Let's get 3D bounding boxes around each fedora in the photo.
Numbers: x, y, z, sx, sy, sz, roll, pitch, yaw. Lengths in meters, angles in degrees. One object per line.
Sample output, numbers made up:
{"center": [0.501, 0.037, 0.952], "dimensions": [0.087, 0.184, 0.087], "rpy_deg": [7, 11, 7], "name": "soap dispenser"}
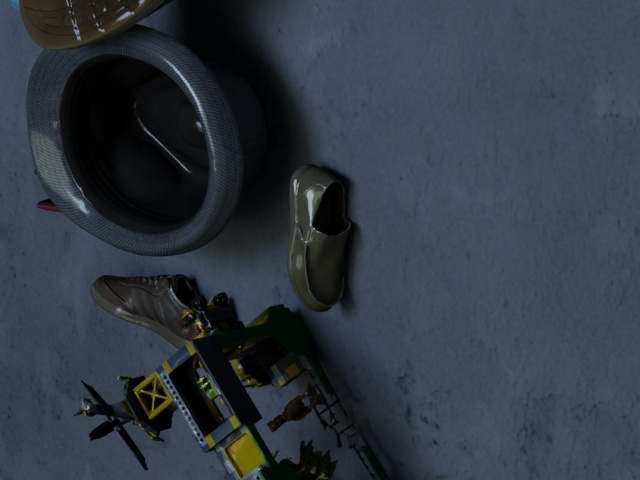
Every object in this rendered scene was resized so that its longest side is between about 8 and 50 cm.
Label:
{"center": [-0.159, -0.112, 1.898], "dimensions": [0.275, 0.124, 0.243], "rpy_deg": [6, 109, 39], "name": "fedora"}

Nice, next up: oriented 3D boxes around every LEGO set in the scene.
{"center": [-0.080, 0.236, 1.844], "dimensions": [0.192, 0.255, 0.331], "rpy_deg": [-39, 82, 29], "name": "LEGO set"}

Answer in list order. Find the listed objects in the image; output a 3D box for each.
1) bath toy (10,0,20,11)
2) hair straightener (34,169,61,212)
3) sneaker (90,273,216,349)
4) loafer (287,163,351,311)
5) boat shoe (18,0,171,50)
{"center": [-0.317, -0.323, 1.842], "dimensions": [0.151, 0.348, 0.129], "rpy_deg": [40, 88, 14], "name": "bath toy"}
{"center": [-0.233, -0.064, 2.051], "dimensions": [0.230, 0.047, 0.089], "rpy_deg": [13, 113, 43], "name": "hair straightener"}
{"center": [-0.170, 0.063, 2.031], "dimensions": [0.188, 0.066, 0.071], "rpy_deg": [25, 104, 33], "name": "sneaker"}
{"center": [0.000, 0.000, 1.821], "dimensions": [0.050, 0.056, 0.148], "rpy_deg": [9, 110, 51], "name": "loafer"}
{"center": [-0.139, -0.281, 1.779], "dimensions": [0.342, 0.123, 0.123], "rpy_deg": [-32, 75, 29], "name": "boat shoe"}
